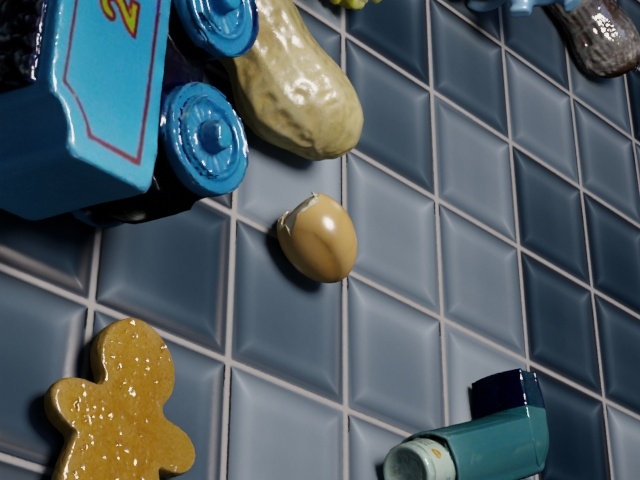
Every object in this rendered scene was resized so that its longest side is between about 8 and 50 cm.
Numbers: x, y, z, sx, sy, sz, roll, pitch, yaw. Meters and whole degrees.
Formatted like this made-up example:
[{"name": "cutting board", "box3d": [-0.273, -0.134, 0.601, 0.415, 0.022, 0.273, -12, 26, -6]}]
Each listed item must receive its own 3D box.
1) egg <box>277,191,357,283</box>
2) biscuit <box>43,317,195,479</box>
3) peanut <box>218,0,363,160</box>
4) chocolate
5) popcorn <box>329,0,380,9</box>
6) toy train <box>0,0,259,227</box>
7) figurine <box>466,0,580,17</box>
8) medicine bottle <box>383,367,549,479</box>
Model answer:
[{"name": "egg", "box3d": [0.000, 0.000, 1.467, 0.096, 0.080, 0.080, 54, 38, -7]}, {"name": "biscuit", "box3d": [-0.178, 0.177, 1.195, 0.158, 0.035, 0.240, 36, 46, -34]}, {"name": "peanut", "box3d": [-0.062, -0.193, 1.491, 0.274, 0.111, 0.125, 51, 54, -12]}, {"name": "chocolate", "box3d": [0.406, -0.356, 2.132, 0.110, 0.110, 0.248, -39, 104, -52]}, {"name": "popcorn", "box3d": [0.042, -0.349, 1.668, 0.126, 0.145, 0.126, 3, 73, -41]}, {"name": "toy train", "box3d": [-0.195, -0.169, 1.219, 0.265, 0.188, 0.300, 28, 58, -48]}, {"name": "figurine", "box3d": [0.240, -0.405, 1.905, 0.154, 0.180, 0.262, 3, 58, -56]}, {"name": "medicine bottle", "box3d": [0.165, 0.220, 1.536, 0.258, 0.079, 0.124, -7, 79, -50]}]
